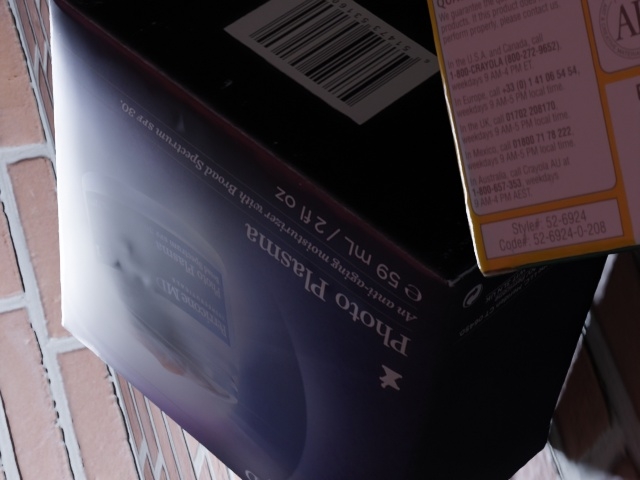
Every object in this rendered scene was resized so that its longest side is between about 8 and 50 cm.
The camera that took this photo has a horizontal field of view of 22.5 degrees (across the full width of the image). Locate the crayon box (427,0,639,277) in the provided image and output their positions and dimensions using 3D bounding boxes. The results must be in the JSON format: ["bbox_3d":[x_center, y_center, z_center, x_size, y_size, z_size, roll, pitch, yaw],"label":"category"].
[{"bbox_3d":[0.132,-0.161,0.646,0.203,0.083,0.323,-12,90,47],"label":"crayon box"}]

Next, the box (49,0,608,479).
[{"bbox_3d":[0.000,0.000,0.954,0.296,0.182,0.294,37,144,25],"label":"box"}]
